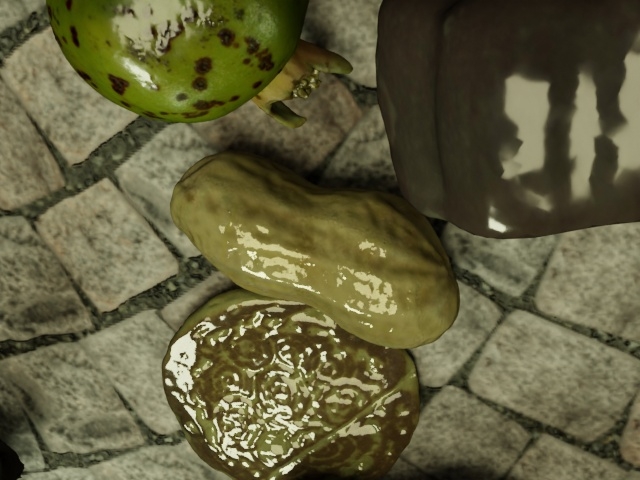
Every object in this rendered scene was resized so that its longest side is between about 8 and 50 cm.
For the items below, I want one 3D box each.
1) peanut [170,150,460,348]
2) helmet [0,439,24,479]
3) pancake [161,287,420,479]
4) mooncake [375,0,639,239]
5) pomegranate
[{"bbox_3d":[0.000,0.000,0.986,0.256,0.123,0.123,26,122,2],"label":"peanut"},{"bbox_3d":[-0.426,0.283,1.147,0.305,0.225,0.177,14,116,23],"label":"helmet"},{"bbox_3d":[-0.032,0.146,1.122,0.250,0.031,0.250,6,121,9],"label":"pancake"},{"bbox_3d":[0.185,-0.125,0.779,0.306,0.306,0.154,-6,111,16],"label":"mooncake"},{"bbox_3d":[-0.077,-0.179,0.873,0.246,0.198,0.198,2,127,-30],"label":"pomegranate"}]
